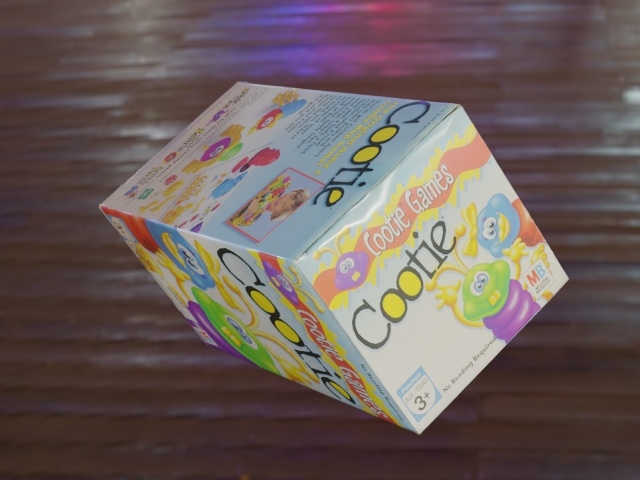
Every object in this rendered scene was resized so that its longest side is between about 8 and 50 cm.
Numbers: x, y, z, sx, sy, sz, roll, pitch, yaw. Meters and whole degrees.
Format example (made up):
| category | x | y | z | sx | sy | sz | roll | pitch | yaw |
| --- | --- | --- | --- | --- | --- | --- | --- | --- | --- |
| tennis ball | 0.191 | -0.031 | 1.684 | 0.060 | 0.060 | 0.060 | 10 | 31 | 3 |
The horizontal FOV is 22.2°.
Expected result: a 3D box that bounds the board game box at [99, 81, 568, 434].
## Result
| category | x | y | z | sx | sy | sz | roll | pitch | yaw |
| --- | --- | --- | --- | --- | --- | --- | --- | --- | --- |
| board game box | 0.000 | 0.000 | 1.057 | 0.144 | 0.142 | 0.275 | -43 | 26 | -17 |
